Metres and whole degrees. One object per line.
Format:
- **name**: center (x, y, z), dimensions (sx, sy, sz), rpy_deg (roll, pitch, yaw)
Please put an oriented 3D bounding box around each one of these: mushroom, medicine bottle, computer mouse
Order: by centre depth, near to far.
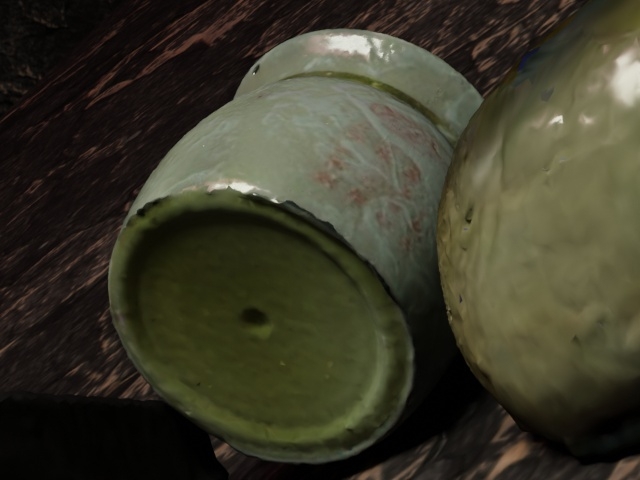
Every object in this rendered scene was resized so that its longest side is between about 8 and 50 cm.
- **mushroom**: center (0.165, -0.083, 0.706), dimensions (0.344, 0.130, 0.247), rpy_deg (-43, 21, -18)
- **computer mouse**: center (-0.142, 0.127, 0.745), dimensions (0.170, 0.100, 0.269), rpy_deg (-18, -10, 14)
- **medicine bottle**: center (0.000, 0.000, 0.804), dimensions (0.147, 0.147, 0.143), rpy_deg (-27, 18, 36)
